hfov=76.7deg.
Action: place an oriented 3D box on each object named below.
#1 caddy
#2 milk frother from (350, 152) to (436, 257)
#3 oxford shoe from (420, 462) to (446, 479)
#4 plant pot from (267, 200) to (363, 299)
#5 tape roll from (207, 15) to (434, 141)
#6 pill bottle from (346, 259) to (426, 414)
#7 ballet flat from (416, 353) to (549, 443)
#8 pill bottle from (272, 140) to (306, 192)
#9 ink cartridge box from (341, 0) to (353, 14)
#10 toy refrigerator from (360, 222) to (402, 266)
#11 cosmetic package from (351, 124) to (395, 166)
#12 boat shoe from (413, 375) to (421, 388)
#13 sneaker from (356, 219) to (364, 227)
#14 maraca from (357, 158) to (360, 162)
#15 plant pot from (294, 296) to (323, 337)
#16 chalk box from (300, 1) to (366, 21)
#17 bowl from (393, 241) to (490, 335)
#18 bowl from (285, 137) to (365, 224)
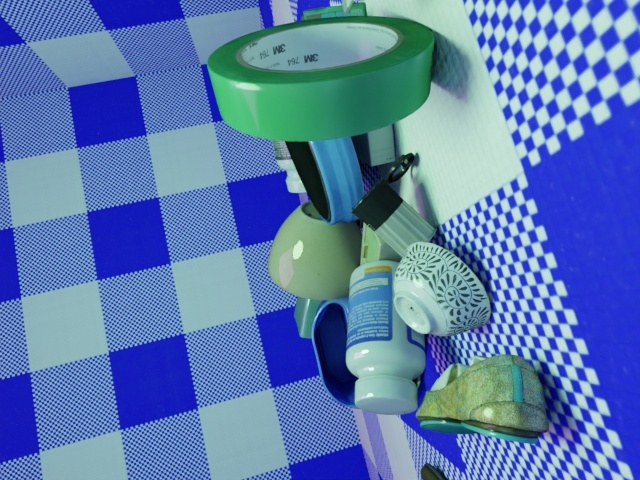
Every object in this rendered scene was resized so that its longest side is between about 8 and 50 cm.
[{"bbox_3d":[0.104,0.303,1.157,0.179,0.241,0.341,-132,28,-85],"label":"caddy"},{"bbox_3d":[0.153,-0.064,0.728,0.135,0.143,0.129,43,-157,-1],"label":"milk frother"},{"bbox_3d":[0.282,0.644,0.966,0.227,0.096,0.082,-113,10,-62],"label":"oxford shoe"},{"bbox_3d":[0.000,0.000,1.107,0.284,0.284,0.191,-114,25,-56],"label":"plant pot"},{"bbox_3d":[0.001,-0.254,0.602,0.321,0.321,0.077,-111,10,-49],"label":"tape roll"},{"bbox_3d":[0.127,0.188,0.800,0.152,0.152,0.272,86,-171,-53],"label":"pill bottle"},{"bbox_3d":[0.232,0.240,0.622,0.348,0.123,0.123,92,164,-66],"label":"ballet flat"},{"bbox_3d":[-0.062,-0.357,1.362,0.210,0.210,0.363,-122,21,-69],"label":"pill bottle"},{"bbox_3d":[0.079,-0.445,0.417,0.272,0.130,0.309,-123,22,-75],"label":"ink cartridge box"},{"bbox_3d":[0.146,0.042,0.931,0.269,0.094,0.102,86,168,-54],"label":"toy refrigerator"},{"bbox_3d":[0.098,-0.242,0.916,0.239,0.060,0.099,-119,16,-65],"label":"cosmetic package"},{"bbox_3d":[0.194,0.312,0.984,0.095,0.112,0.335,-106,10,-60],"label":"boat shoe"},{"bbox_3d":[0.056,-0.098,1.270,0.321,0.127,0.126,-139,37,-75],"label":"sneaker"},{"bbox_3d":[0.063,-0.215,1.121,0.185,0.099,0.127,53,-158,-53],"label":"maraca"},{"bbox_3d":[0.049,0.178,1.398,0.248,0.247,0.252,-143,57,-79],"label":"plant pot"},{"bbox_3d":[0.031,-0.413,0.866,0.213,0.132,0.132,-134,32,-74],"label":"chalk box"},{"bbox_3d":[0.169,0.094,0.638,0.170,0.080,0.170,44,156,26],"label":"bowl"},{"bbox_3d":[-0.017,-0.215,0.923,0.391,0.077,0.391,157,90,-84],"label":"bowl"}]
